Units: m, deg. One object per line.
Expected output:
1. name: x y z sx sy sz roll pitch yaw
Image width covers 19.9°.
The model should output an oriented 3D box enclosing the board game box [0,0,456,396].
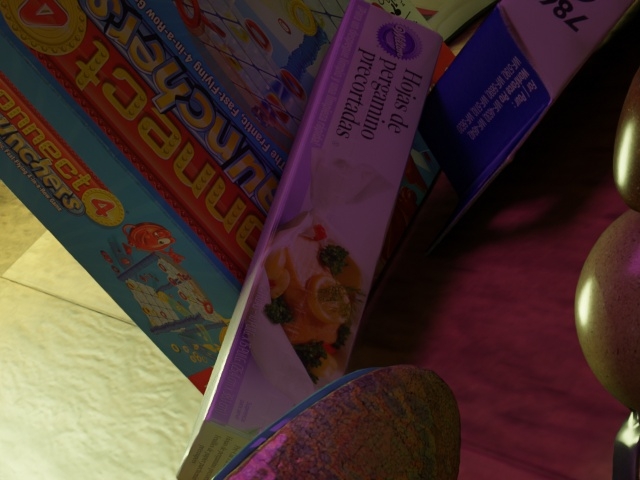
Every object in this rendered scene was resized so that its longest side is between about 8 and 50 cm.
1. board game box: -0.067 -0.104 1.124 0.086 0.308 0.302 -26 23 41

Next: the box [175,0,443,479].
1. box: 0.000 0.000 1.005 0.067 0.063 0.324 119 171 -49

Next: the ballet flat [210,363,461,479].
1. ballet flat: -0.053 0.199 0.700 0.348 0.123 0.123 -43 16 -4

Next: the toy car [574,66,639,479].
1. toy car: 0.155 0.025 0.667 0.155 0.149 0.188 -62 -4 -58

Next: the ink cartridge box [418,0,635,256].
1. ink cartridge box: 0.155 -0.148 1.073 0.332 0.065 0.165 -51 -1 -24

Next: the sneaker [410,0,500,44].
1. sneaker: 0.069 -0.245 1.396 0.295 0.178 0.124 -33 18 31
